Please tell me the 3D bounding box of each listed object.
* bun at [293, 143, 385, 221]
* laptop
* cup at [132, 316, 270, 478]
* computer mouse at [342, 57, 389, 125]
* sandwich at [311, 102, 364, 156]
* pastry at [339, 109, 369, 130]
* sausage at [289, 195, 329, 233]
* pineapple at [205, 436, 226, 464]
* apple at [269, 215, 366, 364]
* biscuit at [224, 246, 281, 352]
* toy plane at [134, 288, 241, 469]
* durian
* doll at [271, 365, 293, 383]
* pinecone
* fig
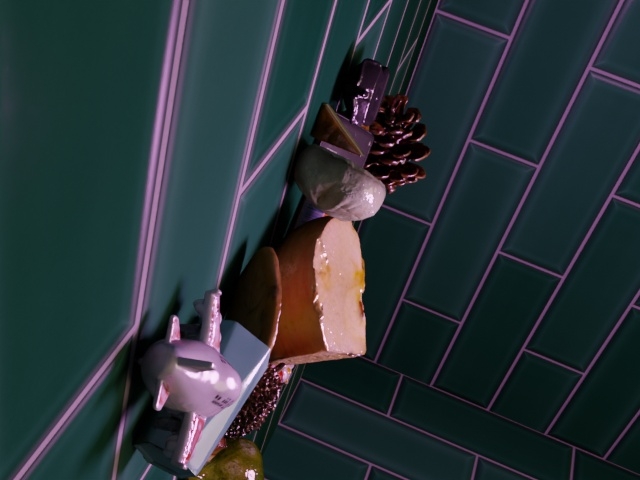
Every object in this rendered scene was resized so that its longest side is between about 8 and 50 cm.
[{"bbox_3d":[0.031,-0.109,1.688,0.118,0.195,0.195,-57,174,2],"label":"bun"},{"bbox_3d":[0.047,-0.198,1.876,0.207,0.026,0.154,18,96,-59],"label":"laptop"},{"bbox_3d":[-0.189,0.253,1.332,0.148,0.134,0.235,99,15,-53],"label":"cup"},{"bbox_3d":[0.093,-0.332,1.867,0.264,0.088,0.147,-44,150,-80],"label":"computer mouse"},{"bbox_3d":[0.049,-0.231,1.738,0.074,0.116,0.074,-43,155,-77],"label":"sandwich"},{"bbox_3d":[0.062,-0.238,1.987,0.153,0.081,0.153,-62,175,-10],"label":"pastry"},{"bbox_3d":[-0.048,0.043,1.959,0.093,0.093,0.312,60,51,-82],"label":"sausage"},{"bbox_3d":[-0.244,0.447,1.798,0.114,0.077,0.114,-64,177,-65],"label":"pineapple"},{"bbox_3d":[-0.015,0.105,1.782,0.314,0.252,0.309,142,-56,-67],"label":"apple"},{"bbox_3d":[-0.128,0.136,1.516,0.203,0.041,0.260,19,-86,65],"label":"biscuit"},{"bbox_3d":[-0.177,0.190,1.158,0.252,0.118,0.252,6,90,-81],"label":"toy plane"},{"bbox_3d":[-0.147,0.301,1.647,0.196,0.167,0.196,-35,-171,6],"label":"durian"},{"bbox_3d":[-0.158,0.387,2.307,0.384,0.099,0.188,-19,131,-78],"label":"doll"},{"bbox_3d":[0.193,-0.279,2.365,0.244,0.244,0.309,-61,159,-49],"label":"pinecone"},{"bbox_3d":[-0.250,0.547,1.910,0.235,0.203,0.203,17,97,-44],"label":"fig"}]
